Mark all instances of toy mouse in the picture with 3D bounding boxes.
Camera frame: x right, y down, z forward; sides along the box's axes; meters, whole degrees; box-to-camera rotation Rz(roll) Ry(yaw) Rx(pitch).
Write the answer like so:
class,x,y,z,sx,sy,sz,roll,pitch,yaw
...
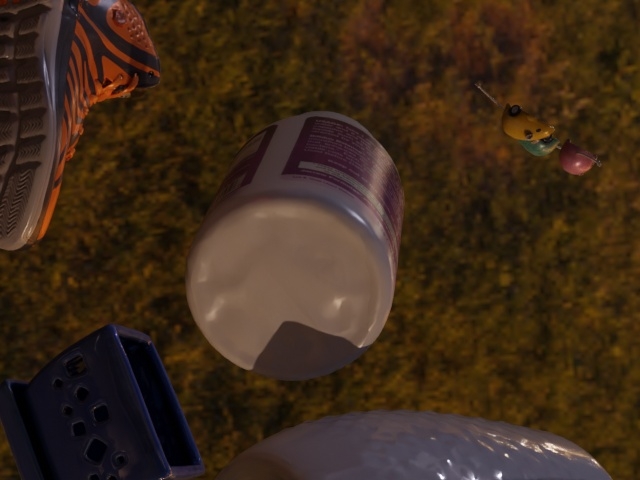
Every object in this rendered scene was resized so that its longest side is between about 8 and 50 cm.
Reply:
class,x,y,z,sx,sy,sz,roll,pitch,yaw
toy mouse,0.249,-0.102,1.456,0.031,0.161,0.143,-58,145,5

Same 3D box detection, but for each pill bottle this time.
class,x,y,z,sx,sy,sz,roll,pitch,yaw
pill bottle,-0.012,-0.014,1.182,0.301,0.169,0.169,-74,147,-68

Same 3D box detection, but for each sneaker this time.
class,x,y,z,sx,sy,sz,roll,pitch,yaw
sneaker,-0.249,-0.139,1.381,0.180,0.124,0.321,15,81,-52

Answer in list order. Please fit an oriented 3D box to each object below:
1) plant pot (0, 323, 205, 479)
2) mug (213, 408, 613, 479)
class,x,y,z,sx,sy,sz,roll,pitch,yaw
plant pot,-0.322,0.271,1.936,0.236,0.212,0.236,50,17,-78
mug,0.034,0.300,1.169,0.328,0.374,0.276,15,53,-40
